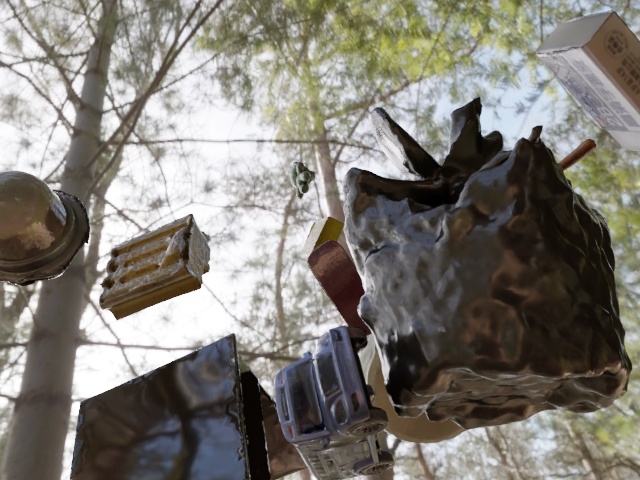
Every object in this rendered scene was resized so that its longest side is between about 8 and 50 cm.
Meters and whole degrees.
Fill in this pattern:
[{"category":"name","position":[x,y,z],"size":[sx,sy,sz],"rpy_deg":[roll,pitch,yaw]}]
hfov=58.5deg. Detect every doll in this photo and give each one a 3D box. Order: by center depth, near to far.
[{"category":"doll","position":[-0.049,-0.184,1.746],"size":[0.077,0.150,0.115],"rpy_deg":[-5,-70,-8]}]

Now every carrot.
[{"category":"carrot","position":[0.685,-0.216,1.603],"size":[0.190,0.037,0.037],"rpy_deg":[-39,-50,20]}]

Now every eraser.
[{"category":"eraser","position":[0.402,-0.206,0.772],"size":[0.210,0.124,0.068],"rpy_deg":[40,-86,-15]},{"category":"eraser","position":[0.000,0.000,1.316],"size":[0.045,0.097,0.122],"rpy_deg":[26,-10,-13]}]

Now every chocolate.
[{"category":"chocolate","position":[-0.516,-0.036,0.968],"size":[0.221,0.222,0.147],"rpy_deg":[-8,-26,-2]}]

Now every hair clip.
[{"category":"hair clip","position":[0.035,0.065,0.760],"size":[0.054,0.137,0.022],"rpy_deg":[-34,-2,1]}]

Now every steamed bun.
[{"category":"steamed bun","position":[0.195,0.226,1.072],"size":[0.282,0.177,0.283],"rpy_deg":[-2,-72,-7]}]

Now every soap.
[{"category":"soap","position":[-0.463,0.076,1.612],"size":[0.280,0.259,0.143],"rpy_deg":[-19,-52,9]}]

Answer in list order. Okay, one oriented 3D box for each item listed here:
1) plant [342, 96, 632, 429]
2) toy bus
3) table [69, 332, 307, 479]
[{"category":"plant","position":[0.133,0.005,0.474],"size":[0.188,0.276,0.198],"rpy_deg":[-30,-42,33]},{"category":"toy bus","position":[0.011,0.134,0.440],"size":[0.076,0.073,0.167],"rpy_deg":[-14,-37,0]},{"category":"table","position":[-0.106,0.306,0.617],"size":[0.196,0.251,0.282],"rpy_deg":[-25,-52,4]}]
